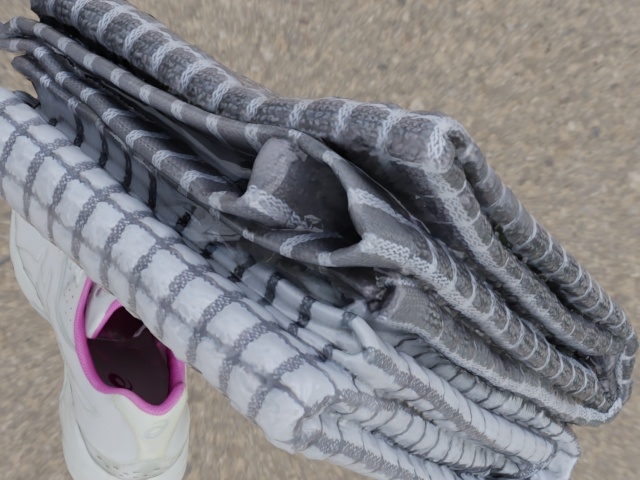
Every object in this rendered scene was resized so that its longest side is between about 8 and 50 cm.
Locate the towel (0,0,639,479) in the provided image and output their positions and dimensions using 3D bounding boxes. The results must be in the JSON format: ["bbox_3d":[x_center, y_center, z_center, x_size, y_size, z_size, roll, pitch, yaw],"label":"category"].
[{"bbox_3d":[0.000,0.000,0.562,0.235,0.284,0.121,36,91,34],"label":"towel"}]

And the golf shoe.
[{"bbox_3d":[-0.160,0.039,0.955,0.115,0.140,0.306,-10,60,-25],"label":"golf shoe"}]

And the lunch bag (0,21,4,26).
[{"bbox_3d":[-0.297,-0.159,0.605,0.115,0.303,0.243,-45,88,6],"label":"lunch bag"}]
